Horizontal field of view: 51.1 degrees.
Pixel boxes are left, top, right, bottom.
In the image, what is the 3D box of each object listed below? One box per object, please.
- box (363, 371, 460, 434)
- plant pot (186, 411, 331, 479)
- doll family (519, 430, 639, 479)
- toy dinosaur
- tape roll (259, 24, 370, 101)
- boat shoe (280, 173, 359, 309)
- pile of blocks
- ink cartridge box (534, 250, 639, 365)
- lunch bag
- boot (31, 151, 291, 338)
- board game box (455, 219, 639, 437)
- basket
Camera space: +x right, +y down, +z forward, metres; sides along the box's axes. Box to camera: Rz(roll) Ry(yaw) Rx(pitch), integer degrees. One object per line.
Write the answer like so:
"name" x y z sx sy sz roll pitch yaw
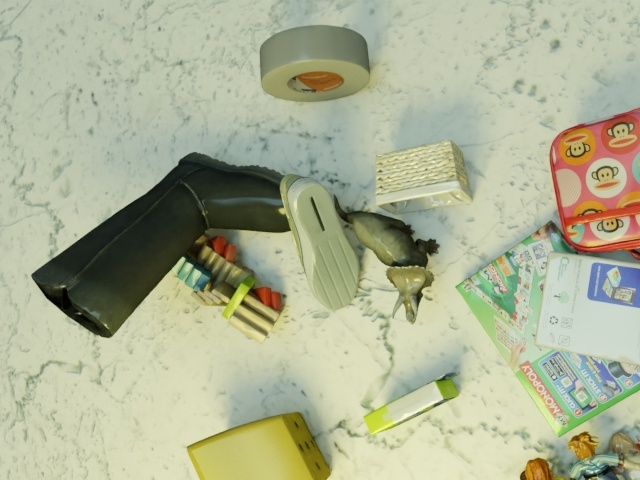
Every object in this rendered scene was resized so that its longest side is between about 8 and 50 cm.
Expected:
"box" 0.179 0.303 1.250 0.178 0.109 0.042 -32 69 19
"plant pot" -0.103 0.451 1.325 0.187 0.212 0.212 -31 73 6
"doll family" 0.440 0.412 1.115 0.263 0.118 0.163 -31 73 19
"toy dinosaur" 0.132 0.002 1.271 0.121 0.160 0.313 -39 72 16
"tape roll" -0.012 -0.347 1.336 0.219 0.219 0.072 -6 81 24
"boat shoe" 0.000 0.000 1.316 0.109 0.302 0.094 -23 32 -14
"pile of blocks" -0.214 0.066 1.431 0.362 0.149 0.112 36 101 23
"ink cartridge box" 0.530 0.123 1.086 0.333 0.065 0.165 10 84 21
"lunch bag" 0.539 -0.084 1.095 0.293 0.120 0.258 -12 83 38
"boot" -0.285 0.014 1.326 0.367 0.445 0.146 16 135 34
"board game box" 0.418 0.153 1.189 0.213 0.046 0.317 -37 71 18
"basket" 0.195 -0.119 1.281 0.167 0.113 0.103 -8 78 24
